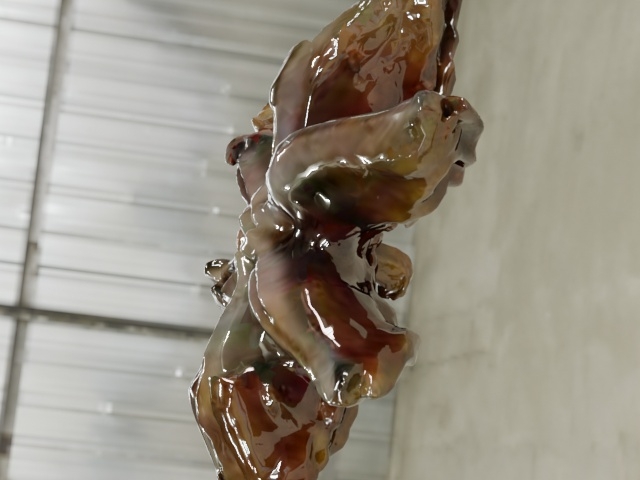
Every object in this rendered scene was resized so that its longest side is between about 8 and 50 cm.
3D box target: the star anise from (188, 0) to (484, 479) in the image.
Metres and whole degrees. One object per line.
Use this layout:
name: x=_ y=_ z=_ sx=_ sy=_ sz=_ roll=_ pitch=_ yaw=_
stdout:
star anise: x=0.000 y=-0.001 z=0.607 sx=0.288 sy=0.088 sz=0.288 roll=-167 pitch=90 yaw=-75
